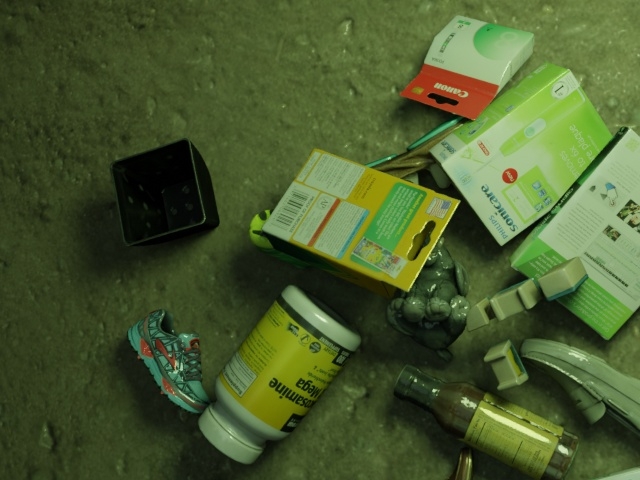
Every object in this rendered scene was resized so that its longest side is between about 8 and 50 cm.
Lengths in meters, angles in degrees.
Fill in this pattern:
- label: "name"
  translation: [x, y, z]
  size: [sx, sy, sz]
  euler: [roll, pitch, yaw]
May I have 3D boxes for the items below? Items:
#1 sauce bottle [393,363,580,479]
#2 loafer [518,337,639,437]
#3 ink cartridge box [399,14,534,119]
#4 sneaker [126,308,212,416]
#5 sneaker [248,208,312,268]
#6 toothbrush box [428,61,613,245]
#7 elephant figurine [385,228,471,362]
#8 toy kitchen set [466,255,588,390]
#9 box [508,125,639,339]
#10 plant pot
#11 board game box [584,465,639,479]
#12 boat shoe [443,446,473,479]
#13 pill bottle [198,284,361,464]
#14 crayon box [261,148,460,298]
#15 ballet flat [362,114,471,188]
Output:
- label: "sauce bottle"
  translation: [0.305, 0.336, 1.502]
  size: [0.344, 0.111, 0.111]
  euler: [26, 89, 20]
- label: "loafer"
  translation: [0.504, 0.278, 1.451]
  size: [0.319, 0.112, 0.111]
  euler: [26, 81, 18]
- label: "ink cartridge box"
  translation: [0.286, -0.347, 1.576]
  size: [0.181, 0.056, 0.224]
  euler: [25, 58, 32]
- label: "sneaker"
  translation: [-0.300, 0.252, 1.693]
  size: [0.125, 0.104, 0.262]
  euler: [-43, 73, 4]
- label: "sneaker"
  translation: [0.000, 0.000, 1.648]
  size: [0.295, 0.123, 0.109]
  euler: [10, 71, -1]
- label: "toothbrush box"
  translation: [0.384, -0.164, 1.506]
  size: [0.283, 0.122, 0.206]
  euler: [-36, 108, 9]
- label: "elephant figurine"
  translation: [0.222, 0.075, 1.553]
  size: [0.169, 0.186, 0.239]
  euler: [19, 49, -12]
- label: "toy kitchen set"
  translation: [0.389, 0.151, 1.421]
  size: [0.207, 0.122, 0.166]
  euler: [-28, 85, 31]
- label: "box"
  translation: [0.536, -0.011, 1.456]
  size: [0.232, 0.058, 0.322]
  euler: [38, 101, -2]
- label: "plant pot"
  translation: [-0.316, -0.089, 1.718]
  size: [0.187, 0.167, 0.188]
  euler: [-16, 78, 13]
- label: "board game box"
  translation: [0.557, 0.513, 1.428]
  size: [0.305, 0.053, 0.193]
  euler: [-19, 76, 13]
- label: "boat shoe"
  translation: [0.253, 0.479, 1.516]
  size: [0.060, 0.064, 0.178]
  euler: [11, 87, 16]
- label: "pill bottle"
  translation: [-0.087, 0.269, 1.584]
  size: [0.188, 0.188, 0.334]
  euler: [38, 93, 18]
- label: "crayon box"
  translation: [0.078, -0.028, 1.495]
  size: [0.323, 0.083, 0.203]
  euler: [23, 70, 28]
- label: "ballet flat"
  translation: [0.187, -0.141, 1.621]
  size: [0.342, 0.116, 0.124]
  euler: [-27, 95, 11]
